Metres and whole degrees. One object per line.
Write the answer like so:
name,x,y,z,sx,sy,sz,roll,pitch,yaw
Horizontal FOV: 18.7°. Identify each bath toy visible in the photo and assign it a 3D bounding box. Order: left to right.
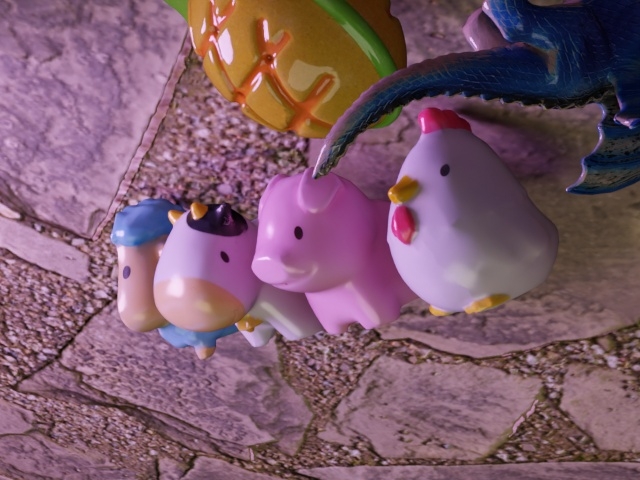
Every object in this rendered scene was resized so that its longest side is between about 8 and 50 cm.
bath toy,0.000,0.000,1.286,0.151,0.129,0.348,-24,-172,-41

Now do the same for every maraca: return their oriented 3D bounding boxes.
maraca,-0.029,-0.120,1.069,0.185,0.099,0.127,30,154,29

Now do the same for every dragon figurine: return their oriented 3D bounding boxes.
dragon figurine,0.144,-0.079,0.932,0.144,0.289,0.085,52,153,9
